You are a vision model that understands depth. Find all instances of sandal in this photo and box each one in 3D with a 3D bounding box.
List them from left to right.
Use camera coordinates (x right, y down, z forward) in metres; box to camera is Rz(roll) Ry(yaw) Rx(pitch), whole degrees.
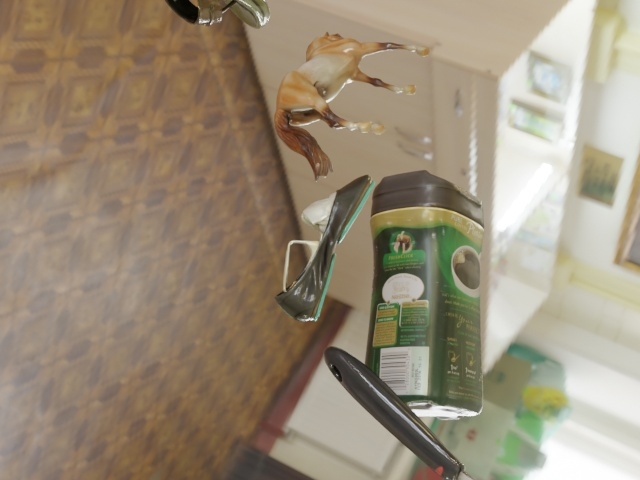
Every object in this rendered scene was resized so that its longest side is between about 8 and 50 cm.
[{"bbox_3d":[-0.165,-0.321,1.292,0.086,0.120,0.303,-53,160,12],"label":"sandal"}]

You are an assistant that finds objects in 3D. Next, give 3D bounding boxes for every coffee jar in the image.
[{"bbox_3d":[0.081,0.042,0.802,0.096,0.079,0.184,24,65,-52],"label":"coffee jar"}]

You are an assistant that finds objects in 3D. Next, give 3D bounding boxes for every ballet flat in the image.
[{"bbox_3d":[0.000,0.000,1.765,0.095,0.096,0.280,132,-19,-79],"label":"ballet flat"}]

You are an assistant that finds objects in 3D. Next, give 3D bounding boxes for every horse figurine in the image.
[{"bbox_3d":[0.018,-0.188,1.287,0.263,0.174,0.066,-55,150,-36],"label":"horse figurine"}]

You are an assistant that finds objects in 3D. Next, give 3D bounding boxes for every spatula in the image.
[{"bbox_3d":[0.116,0.165,0.691,0.030,0.296,0.084,-46,165,-27],"label":"spatula"}]
